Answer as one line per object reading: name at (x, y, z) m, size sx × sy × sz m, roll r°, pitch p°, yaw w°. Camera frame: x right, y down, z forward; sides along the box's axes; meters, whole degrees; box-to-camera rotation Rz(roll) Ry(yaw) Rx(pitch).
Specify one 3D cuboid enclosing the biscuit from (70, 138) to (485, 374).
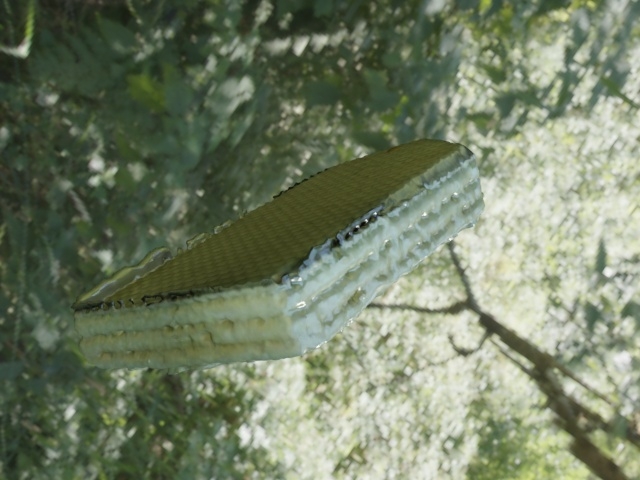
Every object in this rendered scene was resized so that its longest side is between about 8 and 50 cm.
biscuit at (0.000, 0.000, 0.534) m, size 0.150 × 0.052 × 0.252 m, roll -10°, pitch -165°, yaw 37°
